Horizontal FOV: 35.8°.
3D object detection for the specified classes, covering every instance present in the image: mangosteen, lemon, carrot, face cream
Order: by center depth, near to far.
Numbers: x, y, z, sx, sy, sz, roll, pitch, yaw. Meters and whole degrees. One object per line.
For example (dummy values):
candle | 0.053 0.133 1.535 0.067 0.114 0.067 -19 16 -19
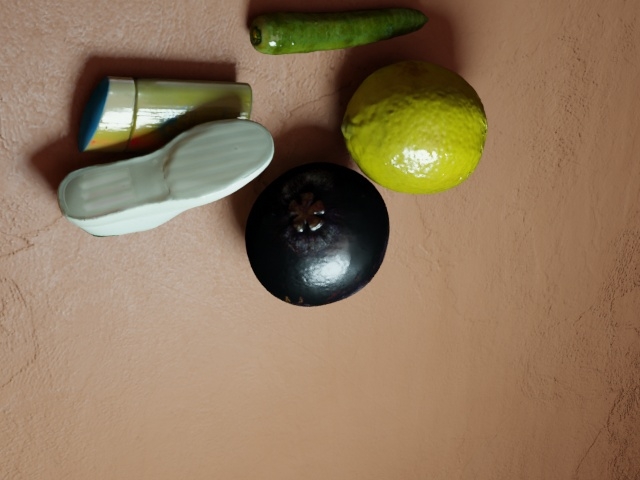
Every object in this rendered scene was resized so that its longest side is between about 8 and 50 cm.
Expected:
face cream | -0.260 -0.208 1.665 0.285 0.067 0.139 -2 127 -29
carrot | 0.041 -0.376 1.752 0.358 0.074 0.074 -12 121 -28
lemon | 0.176 -0.204 1.810 0.267 0.267 0.267 -14 122 -23
mangosteen | 0.000 0.000 1.845 0.275 0.275 0.302 -40 162 -5

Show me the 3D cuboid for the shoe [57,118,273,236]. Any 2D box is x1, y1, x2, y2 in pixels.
shoe | -0.250 -0.091 1.671 0.363 0.132 0.160 -18 164 -7
